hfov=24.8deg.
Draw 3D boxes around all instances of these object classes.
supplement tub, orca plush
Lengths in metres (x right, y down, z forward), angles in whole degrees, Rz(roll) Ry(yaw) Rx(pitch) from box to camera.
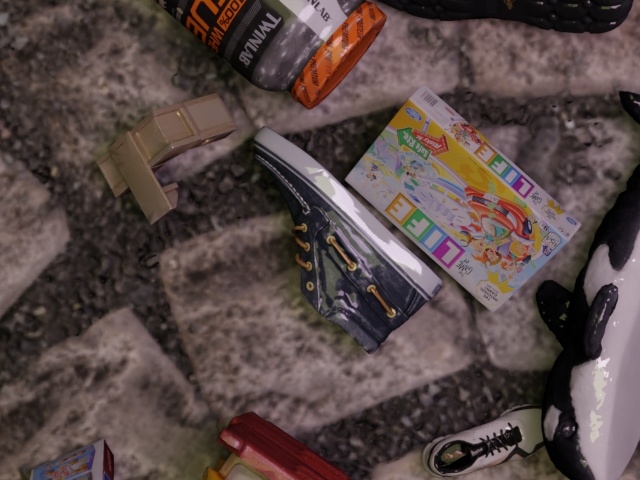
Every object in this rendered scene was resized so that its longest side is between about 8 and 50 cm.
[{"bbox_3d":[-0.051,-0.192,1.080,0.190,0.117,0.117,40,92,4],"label":"supplement tub"},{"bbox_3d":[0.198,0.033,1.074,0.102,0.151,0.287,9,93,35],"label":"orca plush"}]

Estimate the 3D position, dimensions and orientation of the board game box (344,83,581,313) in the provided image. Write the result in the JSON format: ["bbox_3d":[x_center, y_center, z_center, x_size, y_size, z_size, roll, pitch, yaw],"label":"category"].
[{"bbox_3d":[0.103,-0.029,1.083,0.154,0.026,0.103,42,136,3],"label":"board game box"}]

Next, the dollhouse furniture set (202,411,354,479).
[{"bbox_3d":[0.037,0.305,1.051,0.374,0.152,0.201,32,91,3],"label":"dollhouse furniture set"}]

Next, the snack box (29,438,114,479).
[{"bbox_3d":[-0.183,0.208,1.058,0.064,0.178,0.022,-24,114,4],"label":"snack box"}]

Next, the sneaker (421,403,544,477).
[{"bbox_3d":[0.130,0.155,1.103,0.109,0.044,0.040,-23,86,1],"label":"sneaker"}]

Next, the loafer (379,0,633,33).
[{"bbox_3d":[0.127,-0.209,1.098,0.223,0.076,0.078,9,60,8],"label":"loafer"}]

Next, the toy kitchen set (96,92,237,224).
[{"bbox_3d":[-0.112,-0.059,1.126,0.083,0.075,0.068,-34,83,42],"label":"toy kitchen set"}]

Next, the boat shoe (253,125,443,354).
[{"bbox_3d":[0.000,0.000,1.101,0.183,0.065,0.083,43,91,2],"label":"boat shoe"}]
